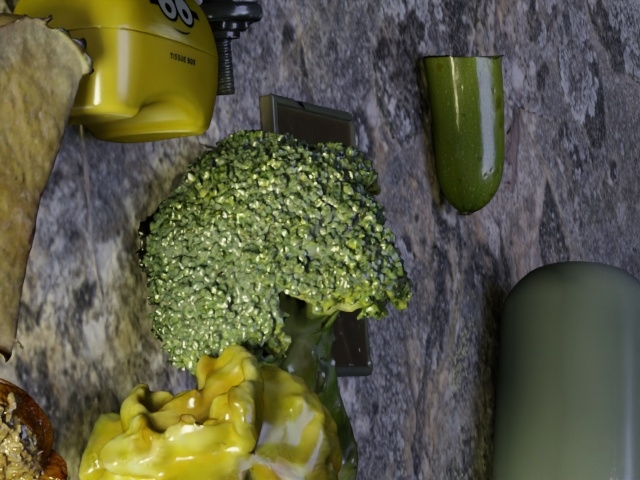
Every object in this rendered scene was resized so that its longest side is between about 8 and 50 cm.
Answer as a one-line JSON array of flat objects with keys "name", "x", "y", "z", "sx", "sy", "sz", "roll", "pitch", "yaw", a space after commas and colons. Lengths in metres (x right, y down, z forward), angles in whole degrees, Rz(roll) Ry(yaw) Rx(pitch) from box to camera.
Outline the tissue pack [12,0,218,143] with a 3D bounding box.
[{"name": "tissue pack", "x": -0.160, "y": -0.147, "z": 1.553, "sx": 0.178, "sy": 0.123, "sz": 0.127, "roll": 12, "pitch": 74, "yaw": -64}]

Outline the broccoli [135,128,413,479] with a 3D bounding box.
[{"name": "broccoli", "x": -0.030, "y": 0.093, "z": 1.740, "sx": 0.252, "sy": 0.221, "sz": 0.361, "roll": -117, "pitch": -167, "yaw": -68}]

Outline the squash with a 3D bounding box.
[{"name": "squash", "x": 0.171, "y": -0.124, "z": 2.311, "sx": 0.095, "sy": 0.095, "sz": 0.188, "roll": -10, "pitch": 98, "yaw": -65}]

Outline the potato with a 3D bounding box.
[{"name": "potato", "x": -0.254, "y": -0.050, "z": 1.367, "sx": 0.138, "sy": 0.098, "sz": 0.243, "roll": 40, "pitch": 56, "yaw": -52}]

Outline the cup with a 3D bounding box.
[{"name": "cup", "x": 0.314, "y": 0.195, "z": 2.405, "sx": 0.205, "sy": 0.205, "sz": 0.312, "roll": 43, "pitch": 46, "yaw": -55}]

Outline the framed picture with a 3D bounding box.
[{"name": "framed picture", "x": 0.000, "y": 0.000, "z": 1.991, "sx": 0.209, "sy": 0.019, "sz": 0.281, "roll": 9, "pitch": 77, "yaw": -65}]

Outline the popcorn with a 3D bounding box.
[{"name": "popcorn", "x": -0.086, "y": 0.187, "z": 1.578, "sx": 0.218, "sy": 0.169, "sz": 0.189, "roll": -39, "pitch": 121, "yaw": -23}]

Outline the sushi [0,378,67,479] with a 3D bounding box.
[{"name": "sushi", "x": -0.231, "y": 0.141, "z": 1.432, "sx": 0.120, "sy": 0.052, "sz": 0.055, "roll": 60, "pitch": 19, "yaw": -45}]

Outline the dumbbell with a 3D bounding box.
[{"name": "dumbbell", "x": -0.097, "y": -0.256, "z": 1.766, "sx": 0.081, "sy": 0.081, "sz": 0.254, "roll": -7, "pitch": 93, "yaw": -65}]
